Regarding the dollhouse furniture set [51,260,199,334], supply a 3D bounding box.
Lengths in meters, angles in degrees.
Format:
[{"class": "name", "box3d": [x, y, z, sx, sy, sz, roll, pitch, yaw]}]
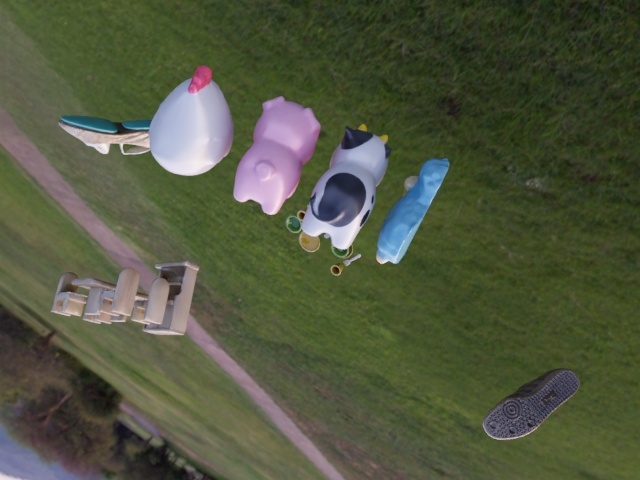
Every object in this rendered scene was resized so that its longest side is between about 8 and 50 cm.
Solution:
[{"class": "dollhouse furniture set", "box3d": [-0.399, 0.099, 1.237, 0.212, 0.160, 0.242, -6, 158, 36]}]

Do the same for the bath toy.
[{"class": "bath toy", "box3d": [-0.031, -0.105, 0.693, 0.349, 0.151, 0.129, 22, 127, -2]}]

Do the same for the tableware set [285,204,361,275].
[{"class": "tableware set", "box3d": [0.000, 0.000, 1.149, 0.104, 0.024, 0.154, -35, 94, 36]}]

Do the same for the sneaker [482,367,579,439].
[{"class": "sneaker", "box3d": [0.364, 0.288, 1.011, 0.066, 0.189, 0.071, 62, 173, 11]}]

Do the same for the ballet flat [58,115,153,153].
[{"class": "ballet flat", "box3d": [-0.388, -0.195, 1.097, 0.073, 0.206, 0.067, 51, 133, 46]}]
